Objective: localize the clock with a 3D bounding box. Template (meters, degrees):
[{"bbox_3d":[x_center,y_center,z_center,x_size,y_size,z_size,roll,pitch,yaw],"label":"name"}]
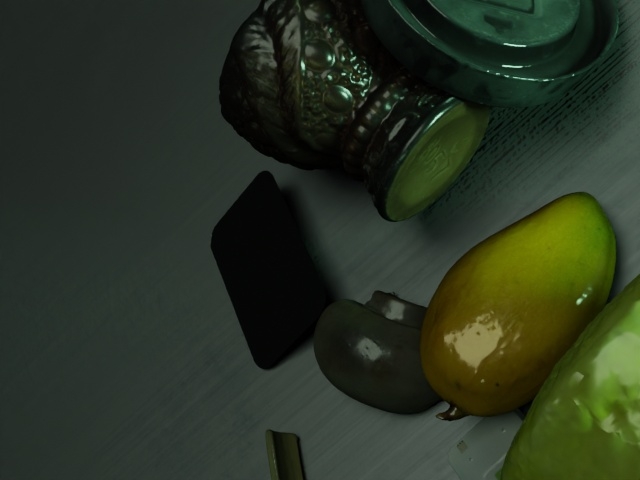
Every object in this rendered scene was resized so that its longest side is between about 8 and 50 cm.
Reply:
[{"bbox_3d":[0.198,-0.297,1.254,0.066,0.319,0.318,117,145,-54],"label":"clock"}]

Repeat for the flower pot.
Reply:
[{"bbox_3d":[0.051,-0.175,1.311,0.267,0.266,0.266,41,96,24],"label":"flower pot"}]

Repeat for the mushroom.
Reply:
[{"bbox_3d":[0.067,0.133,1.272,0.188,0.117,0.141,19,94,33],"label":"mushroom"}]

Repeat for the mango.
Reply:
[{"bbox_3d":[0.223,0.073,1.183,0.176,0.119,0.317,35,78,35],"label":"mango"}]

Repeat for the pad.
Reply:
[{"bbox_3d":[-0.013,-0.008,1.408,0.323,0.055,0.250,-35,55,17],"label":"pad"}]

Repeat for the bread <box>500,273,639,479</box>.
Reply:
[{"bbox_3d":[0.357,0.189,0.927,0.348,0.348,0.308,-46,64,9],"label":"bread"}]

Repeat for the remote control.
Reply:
[{"bbox_3d":[0.240,0.295,1.129,0.103,0.034,0.250,-45,52,10],"label":"remote control"}]

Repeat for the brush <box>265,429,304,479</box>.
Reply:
[{"bbox_3d":[-0.034,0.369,1.270,0.048,0.054,0.282,-31,56,34],"label":"brush"}]
